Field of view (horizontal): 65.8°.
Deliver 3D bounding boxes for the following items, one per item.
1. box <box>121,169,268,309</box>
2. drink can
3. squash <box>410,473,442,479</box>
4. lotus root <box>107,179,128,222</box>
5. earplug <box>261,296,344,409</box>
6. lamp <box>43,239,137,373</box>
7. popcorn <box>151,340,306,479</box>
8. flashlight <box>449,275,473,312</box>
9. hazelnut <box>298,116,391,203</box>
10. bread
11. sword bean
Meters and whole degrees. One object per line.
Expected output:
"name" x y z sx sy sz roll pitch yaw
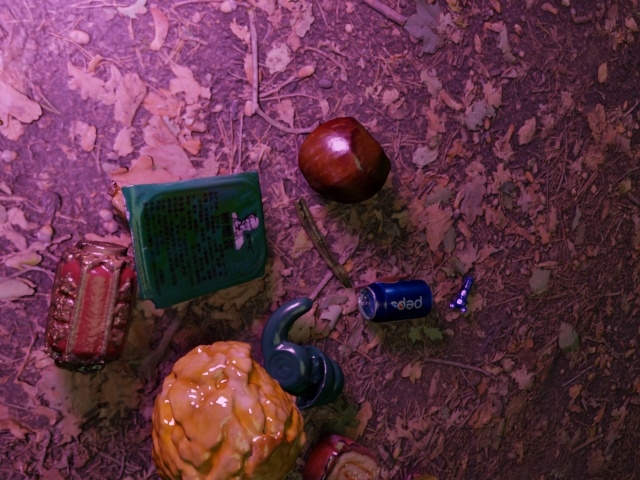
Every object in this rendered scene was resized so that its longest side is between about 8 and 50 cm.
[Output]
"box" -0.284 -0.013 1.125 0.337 0.106 0.264 -15 106 -45
"drink can" 0.218 0.174 1.430 0.205 0.118 0.118 -2 98 -27
"squash" 0.275 0.853 1.512 0.261 0.189 0.189 -18 105 -28
"lotus root" -0.417 -0.074 1.111 0.073 0.062 0.150 -40 115 9
"earplug" -0.041 0.319 1.324 0.280 0.164 0.257 38 44 -37
"lamp" -0.483 0.137 1.052 0.177 0.177 0.273 11 90 -27
"popcorn" -0.218 0.434 1.114 0.354 0.344 0.390 -31 118 11
"flashlight" 0.464 0.172 1.600 0.121 0.057 0.035 -64 152 -13
"hazelnut" 0.060 -0.190 1.255 0.218 0.218 0.234 -49 114 -13
"bread" 0.070 0.666 1.419 0.244 0.123 0.190 37 82 -25
"sword bean" 0.000 0.001 1.345 0.043 0.038 0.269 -29 111 6
